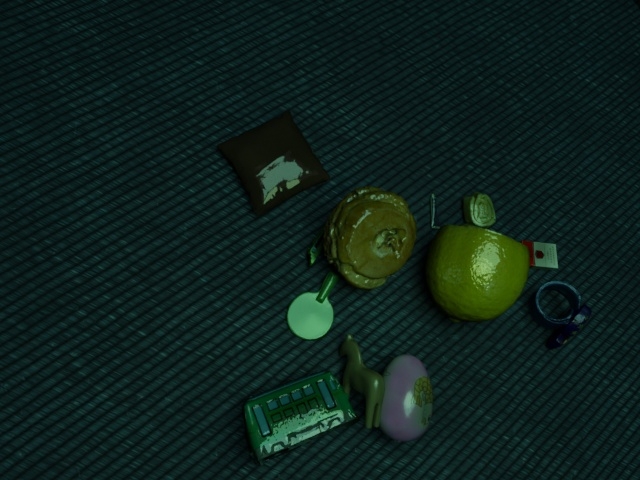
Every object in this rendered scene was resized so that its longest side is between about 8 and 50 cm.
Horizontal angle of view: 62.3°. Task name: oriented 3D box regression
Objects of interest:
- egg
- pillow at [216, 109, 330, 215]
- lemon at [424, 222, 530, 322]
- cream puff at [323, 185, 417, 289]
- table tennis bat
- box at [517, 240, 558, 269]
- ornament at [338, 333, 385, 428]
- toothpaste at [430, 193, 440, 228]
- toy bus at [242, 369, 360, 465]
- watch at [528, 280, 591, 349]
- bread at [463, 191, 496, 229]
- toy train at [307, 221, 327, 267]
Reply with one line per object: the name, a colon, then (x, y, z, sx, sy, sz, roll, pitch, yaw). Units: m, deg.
egg: (0.267, 0.508, 1.718, 0.196, 0.196, 0.271, 1, 72, -14)
pillow: (-0.167, -0.282, 1.879, 0.305, 0.108, 0.308, -28, 80, -15)
lemon: (0.530, 0.125, 1.831, 0.364, 0.364, 0.364, 4, 73, -13)
cream puff: (0.160, -0.017, 1.814, 0.327, 0.231, 0.343, -3, 110, -25)
table tennis bat: (-0.012, 0.219, 1.813, 0.160, 0.039, 0.257, 32, 74, -3)
box: (0.849, 0.058, 2.076, 0.152, 0.048, 0.100, 6, 71, -15)
ornament: (0.122, 0.443, 1.712, 0.061, 0.230, 0.245, 6, 95, -33)
toothpaste: (0.436, -0.113, 2.031, 0.037, 0.021, 0.140, 2, 76, -15)
toy bus: (-0.074, 0.535, 1.629, 0.343, 0.183, 0.199, -16, 66, -19)
watch: (0.879, 0.262, 1.976, 0.196, 0.171, 0.200, -40, 73, -20)
bread: (0.614, -0.112, 2.055, 0.117, 0.064, 0.156, 4, 72, -18)
toy train: (0.000, 0.000, 1.872, 0.042, 0.044, 0.209, 35, 69, -3)
